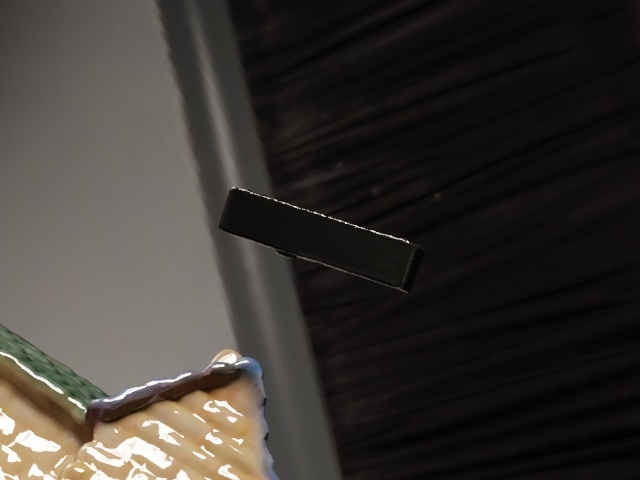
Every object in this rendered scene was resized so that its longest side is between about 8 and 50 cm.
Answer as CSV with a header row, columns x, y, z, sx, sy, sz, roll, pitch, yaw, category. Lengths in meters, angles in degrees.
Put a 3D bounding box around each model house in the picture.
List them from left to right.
x,y,z,sx,sy,sz,roll,pitch,yaw,category
-0.105,0.117,0.654,0.183,0.166,0.172,29,58,9,model house

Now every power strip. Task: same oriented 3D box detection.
x,y,z,sx,sy,sz,roll,pitch,yaw,category
0.000,0.000,0.845,0.038,0.111,0.029,29,79,-77,power strip
